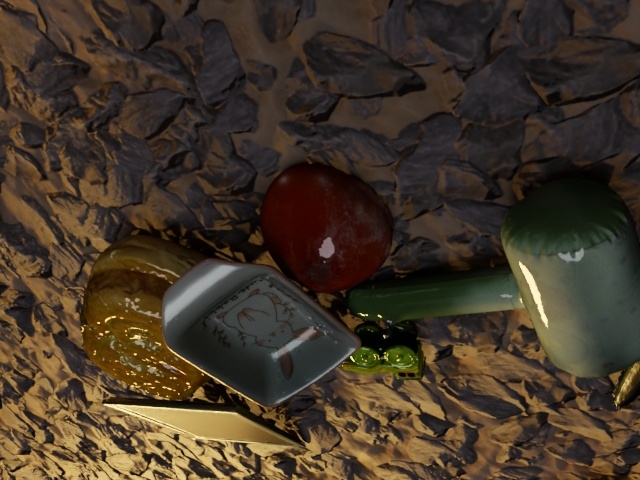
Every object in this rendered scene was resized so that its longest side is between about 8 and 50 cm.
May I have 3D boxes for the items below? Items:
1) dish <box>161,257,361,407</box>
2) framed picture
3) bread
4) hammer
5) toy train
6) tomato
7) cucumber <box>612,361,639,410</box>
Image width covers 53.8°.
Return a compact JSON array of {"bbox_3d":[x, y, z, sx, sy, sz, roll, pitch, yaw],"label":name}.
[{"bbox_3d":[-0.075,0.091,0.724,0.154,0.064,0.234,-36,130,12],"label":"dish"},{"bbox_3d":[-0.161,0.274,0.947,0.216,0.017,0.274,-1,153,18],"label":"framed picture"},{"bbox_3d":[-0.211,0.101,0.819,0.198,0.120,0.236,22,131,1],"label":"bread"},{"bbox_3d":[0.167,0.057,0.680,0.335,0.119,0.207,-11,123,33],"label":"hammer"},{"bbox_3d":[0.009,0.143,0.829,0.249,0.053,0.085,-1,134,19],"label":"toy train"},{"bbox_3d":[0.000,0.000,0.688,0.139,0.091,0.159,-32,111,32],"label":"tomato"},{"bbox_3d":[0.375,0.126,0.711,0.036,0.033,0.184,34,135,23],"label":"cucumber"}]
